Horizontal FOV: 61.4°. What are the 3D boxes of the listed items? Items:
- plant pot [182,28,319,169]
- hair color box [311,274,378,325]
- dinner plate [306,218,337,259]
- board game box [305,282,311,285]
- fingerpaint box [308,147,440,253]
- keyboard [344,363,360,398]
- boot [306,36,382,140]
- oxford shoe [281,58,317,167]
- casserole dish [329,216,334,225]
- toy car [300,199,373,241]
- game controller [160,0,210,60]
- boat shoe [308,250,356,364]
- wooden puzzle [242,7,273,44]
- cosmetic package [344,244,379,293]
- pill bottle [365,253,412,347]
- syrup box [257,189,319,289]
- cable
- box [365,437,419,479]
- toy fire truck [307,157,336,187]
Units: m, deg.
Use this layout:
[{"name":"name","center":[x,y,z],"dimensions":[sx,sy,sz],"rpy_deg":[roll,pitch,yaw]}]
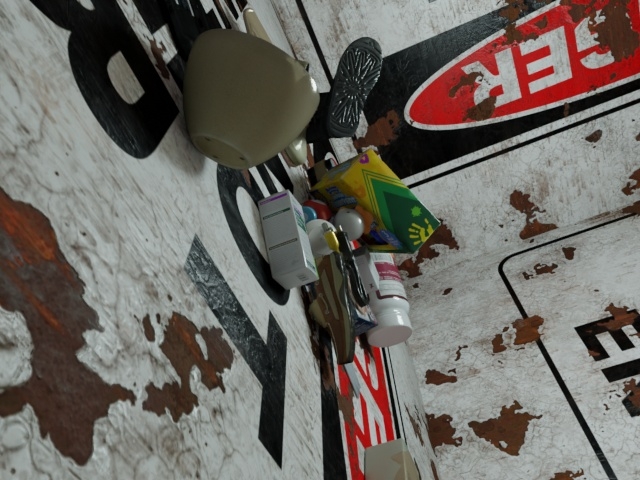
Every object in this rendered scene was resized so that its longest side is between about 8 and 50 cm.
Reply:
[{"name":"plant pot","center":[-0.168,-0.260,1.109],"dimensions":[0.190,0.284,0.284],"rpy_deg":[-68,154,-16]},{"name":"hair color box","center":[0.086,0.213,1.781],"dimensions":[0.173,0.105,0.347],"rpy_deg":[65,9,18]},{"name":"dinner plate","center":[0.000,0.000,1.733],"dimensions":[0.017,0.141,0.141],"rpy_deg":[-20,-90,65]},{"name":"board game box","center":[-0.058,0.075,1.585],"dimensions":[0.090,0.020,0.090],"rpy_deg":[56,18,-55]},{"name":"fingerpaint box","center":[0.182,-0.127,2.032],"dimensions":[0.371,0.163,0.445],"rpy_deg":[45,-11,-11]},{"name":"keyboard","center":[0.078,0.382,1.732],"dimensions":[0.072,0.014,0.256],"rpy_deg":[-50,119,-72]},{"name":"boot","center":[0.038,-0.543,2.026],"dimensions":[0.146,0.367,0.445],"rpy_deg":[22,-1,-20]},{"name":"oxford shoe","center":[-0.082,-0.436,1.896],"dimensions":[0.140,0.147,0.397],"rpy_deg":[-61,149,-48]},{"name":"casserole dish","center":[0.069,-0.046,2.410],"dimensions":[0.188,0.037,0.114],"rpy_deg":[-98,164,-47]},{"name":"toy car","center":[0.060,-0.064,1.848],"dimensions":[0.219,0.238,0.210],"rpy_deg":[-34,104,-80]},{"name":"game controller","center":[-0.338,-0.568,1.310],"dimensions":[0.166,0.067,0.319],"rpy_deg":[-6,75,-64]},{"name":"boat shoe","center":[0.029,0.194,1.544],"dimensions":[0.122,0.120,0.323],"rpy_deg":[62,19,-68]},{"name":"wooden puzzle","center":[-0.208,-0.615,1.981],"dimensions":[0.322,0.081,0.347],"rpy_deg":[49,28,-62]},{"name":"cosmetic package","center":[0.134,0.125,2.102],"dimensions":[0.183,0.151,0.151],"rpy_deg":[-61,129,-78]},{"name":"pill bottle","center":[0.248,0.235,2.284],"dimensions":[0.224,0.224,0.392],"rpy_deg":[56,17,-52]},{"name":"syrup box","center":[-0.085,-0.003,1.391],"dimensions":[0.093,0.096,0.236],"rpy_deg":[52,22,-58]},{"name":"cable","center":[0.078,0.075,1.680],"dimensions":[0.139,0.072,0.287],"rpy_deg":[20,52,-74]},{"name":"box","center":[0.197,0.693,1.440],"dimensions":[0.311,0.121,0.148],"rpy_deg":[-76,143,-72]},{"name":"toy fire truck","center":[0.049,-0.213,2.397],"dimensions":[0.246,0.159,0.217],"rpy_deg":[32,37,-57]}]
